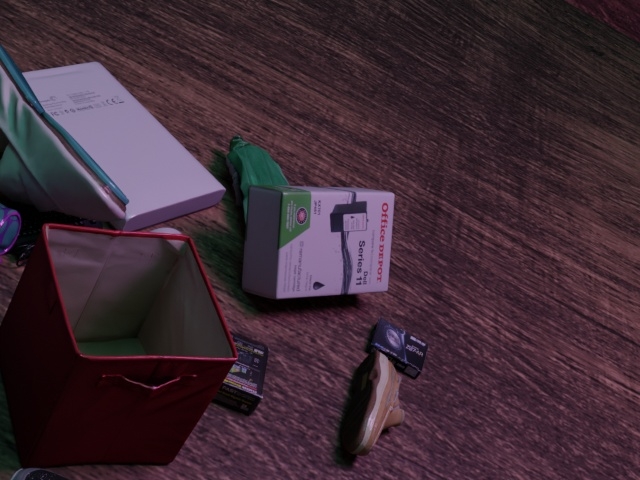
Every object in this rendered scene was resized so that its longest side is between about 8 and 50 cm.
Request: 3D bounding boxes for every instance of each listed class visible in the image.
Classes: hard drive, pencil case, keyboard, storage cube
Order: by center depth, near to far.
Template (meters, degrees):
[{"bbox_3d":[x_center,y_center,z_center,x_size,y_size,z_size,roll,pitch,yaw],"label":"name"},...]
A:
[{"bbox_3d":[-0.232,0.120,1.228,0.184,0.193,0.215,5,43,-34],"label":"storage cube"},{"bbox_3d":[-0.444,-0.033,1.354,0.152,0.070,0.064,23,3,6],"label":"pencil case"},{"bbox_3d":[-0.361,-0.021,1.444,0.192,0.038,0.100,-15,56,-46],"label":"keyboard"},{"bbox_3d":[-0.309,-0.144,1.635,0.307,0.040,0.203,45,36,18],"label":"hard drive"}]

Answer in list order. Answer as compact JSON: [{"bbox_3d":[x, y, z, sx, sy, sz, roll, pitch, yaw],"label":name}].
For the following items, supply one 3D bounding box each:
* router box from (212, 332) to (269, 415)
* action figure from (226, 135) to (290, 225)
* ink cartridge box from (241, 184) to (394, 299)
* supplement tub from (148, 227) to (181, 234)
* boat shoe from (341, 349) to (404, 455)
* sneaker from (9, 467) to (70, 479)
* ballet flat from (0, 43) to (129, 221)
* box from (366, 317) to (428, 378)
[{"bbox_3d":[-0.129,0.156,1.399,0.123,0.038,0.092,23,34,-12],"label":"router box"},{"bbox_3d":[-0.087,-0.074,1.699,0.137,0.063,0.232,-1,49,-36],"label":"action figure"},{"bbox_3d":[0.000,0.000,1.583,0.208,0.153,0.087,-2,9,-39],"label":"ink cartridge box"},{"bbox_3d":[-0.197,0.043,1.460,0.071,0.071,0.107,4,42,-34],"label":"supplement tub"},{"bbox_3d":[0.080,0.220,1.462,0.072,0.068,0.190,38,33,-11],"label":"boat shoe"},{"bbox_3d":[-0.219,0.291,1.122,0.215,0.083,0.084,33,36,5],"label":"sneaker"},{"bbox_3d":[-0.398,-0.129,1.479,0.139,0.139,0.400,-10,47,-45],"label":"ballet flat"},{"bbox_3d":[0.111,0.155,1.605,0.083,0.018,0.067,30,35,-2],"label":"box"}]
